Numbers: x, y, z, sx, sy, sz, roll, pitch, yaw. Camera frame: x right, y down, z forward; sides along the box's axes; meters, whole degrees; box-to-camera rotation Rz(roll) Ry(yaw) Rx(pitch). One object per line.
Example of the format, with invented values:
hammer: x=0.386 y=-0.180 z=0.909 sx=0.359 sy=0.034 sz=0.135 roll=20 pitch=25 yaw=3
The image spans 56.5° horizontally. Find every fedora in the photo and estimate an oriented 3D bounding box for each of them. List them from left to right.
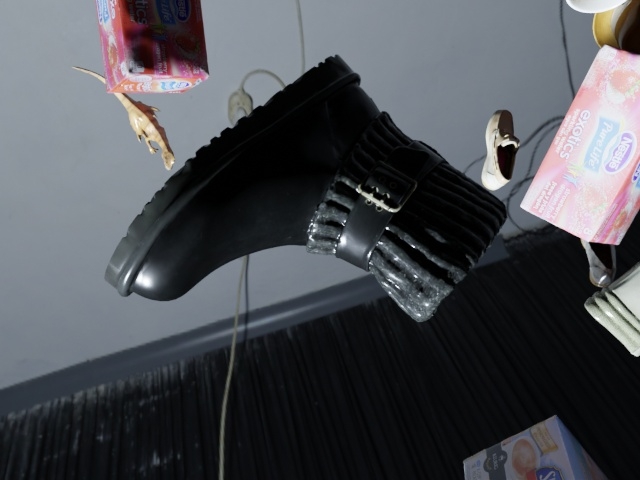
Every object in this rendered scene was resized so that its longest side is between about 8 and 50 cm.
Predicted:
fedora: x=0.576 y=-0.378 z=1.033 sx=0.194 sy=0.079 sz=0.194 roll=9 pitch=145 yaw=6

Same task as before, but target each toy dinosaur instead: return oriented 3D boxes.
toy dinosaur: x=-0.305 y=-0.215 z=0.996 sx=0.064 sy=0.112 sz=0.211 roll=-43 pitch=100 yaw=-6

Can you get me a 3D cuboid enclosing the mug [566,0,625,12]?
mug: x=0.273 y=-0.271 z=0.574 sx=0.062 sy=0.064 sz=0.078 roll=10 pitch=160 yaw=-5

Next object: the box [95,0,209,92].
box: x=-0.261 y=-0.359 z=0.897 sx=0.128 sy=0.122 sz=0.257 roll=-9 pitch=94 yaw=-33

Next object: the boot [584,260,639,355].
boot: x=0.416 y=0.069 z=0.675 sx=0.213 sy=0.077 sz=0.165 roll=29 pitch=113 yaw=-27

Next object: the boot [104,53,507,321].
boot: x=0.002 y=-0.002 z=0.578 sx=0.348 sy=0.131 sz=0.260 roll=-43 pitch=87 yaw=-19

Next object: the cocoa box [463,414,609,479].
cocoa box: x=0.429 y=0.546 z=1.088 sx=0.228 sy=0.347 sz=0.231 roll=-37 pitch=100 yaw=21

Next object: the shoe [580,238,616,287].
shoe: x=0.688 y=0.016 z=1.459 sx=0.076 sy=0.219 sz=0.058 roll=3 pitch=136 yaw=11

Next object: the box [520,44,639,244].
box: x=0.496 y=-0.156 z=1.018 sx=0.154 sy=0.142 sz=0.300 roll=4 pitch=115 yaw=-46

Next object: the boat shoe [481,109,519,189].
boat shoe: x=0.363 y=-0.184 z=1.172 sx=0.063 sy=0.059 sz=0.170 roll=15 pitch=76 yaw=-23
